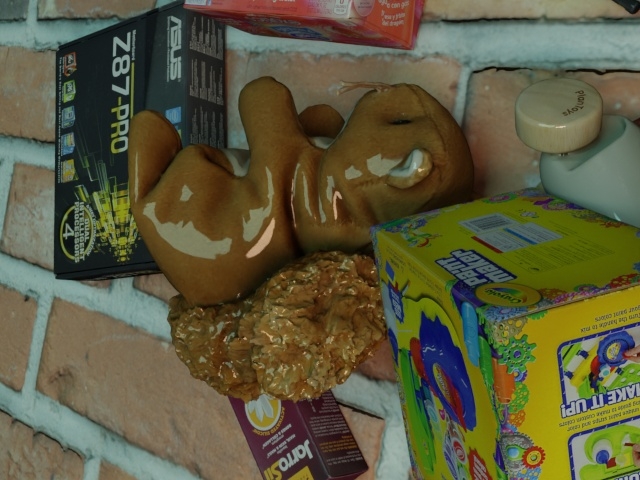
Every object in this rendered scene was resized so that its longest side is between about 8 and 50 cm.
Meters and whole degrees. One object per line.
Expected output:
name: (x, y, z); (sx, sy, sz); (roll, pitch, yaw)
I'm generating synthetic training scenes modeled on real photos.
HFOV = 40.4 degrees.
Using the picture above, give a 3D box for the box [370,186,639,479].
box: (0.185, 0.129, 0.743); (0.290, 0.177, 0.279); (-135, 33, -72)

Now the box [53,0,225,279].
box: (-0.287, -0.141, 1.356); (0.318, 0.097, 0.394); (-6, 81, 36)

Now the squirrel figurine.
squirrel figurine: (0.000, 0.000, 1.004); (0.371, 0.281, 0.396); (-11, 65, 23)

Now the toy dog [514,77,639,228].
toy dog: (0.320, -0.031, 0.799); (0.161, 0.220, 0.333); (-27, 63, -6)

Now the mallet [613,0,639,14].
mallet: (0.274, -0.303, 0.955); (0.190, 0.062, 0.039); (42, 113, 19)

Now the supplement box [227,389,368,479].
supplement box: (-0.034, 0.238, 1.113); (0.104, 0.081, 0.188); (-42, 61, 28)

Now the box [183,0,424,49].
box: (-0.018, -0.347, 1.126); (0.300, 0.142, 0.154); (15, 95, 39)
